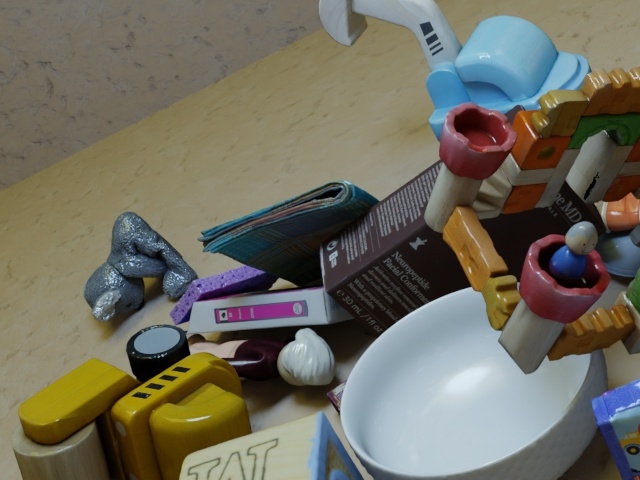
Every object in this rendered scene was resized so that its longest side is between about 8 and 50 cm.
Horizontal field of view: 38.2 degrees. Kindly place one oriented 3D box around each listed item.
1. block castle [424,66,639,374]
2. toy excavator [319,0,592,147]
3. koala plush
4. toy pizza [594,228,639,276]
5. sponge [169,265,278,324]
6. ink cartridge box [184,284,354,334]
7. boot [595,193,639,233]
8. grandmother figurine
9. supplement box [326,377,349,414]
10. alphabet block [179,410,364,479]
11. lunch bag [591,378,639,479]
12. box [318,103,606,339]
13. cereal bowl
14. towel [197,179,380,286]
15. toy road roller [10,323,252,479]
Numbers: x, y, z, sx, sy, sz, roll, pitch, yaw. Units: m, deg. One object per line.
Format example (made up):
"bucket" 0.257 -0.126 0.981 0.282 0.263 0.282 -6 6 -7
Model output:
"block castle" 0.376 -0.044 1.081 0.453 0.213 0.303 -7 49 -20
"toy excavator" 0.260 -0.330 1.699 0.433 0.445 0.222 -5 35 39
"koala plush" -0.419 0.073 1.983 0.221 0.203 0.196 -45 28 -4
"toy pizza" 0.503 -0.005 1.359 0.201 0.032 0.201 -25 25 13
"sponge" -0.166 0.090 1.698 0.210 0.031 0.117 -17 -24 -42
"ink cartridge box" -0.085 0.118 1.604 0.371 0.069 0.175 -11 -3 36
"boot" 0.479 -0.073 1.412 0.084 0.059 0.158 -6 43 38
"grandmother figurine" -0.109 0.197 1.522 0.342 0.104 0.207 -5 15 44
"supplement box" 0.060 0.231 1.375 0.083 0.043 0.055 -33 27 -8
"alphabet block" -0.052 0.357 1.111 0.197 0.192 0.193 -20 26 16
"lunch bag" 0.384 0.173 0.860 0.221 0.293 0.138 -23 42 14
"box" 0.205 -0.004 1.386 0.381 0.191 0.143 -36 29 19
"cereal bowl" 0.202 0.210 1.165 0.339 0.141 0.339 -23 28 13
"towel" 0.000 0.000 1.565 0.271 0.370 0.040 -20 70 19
"toy road roller" -0.244 0.285 1.326 0.240 0.203 0.329 18 36 39
